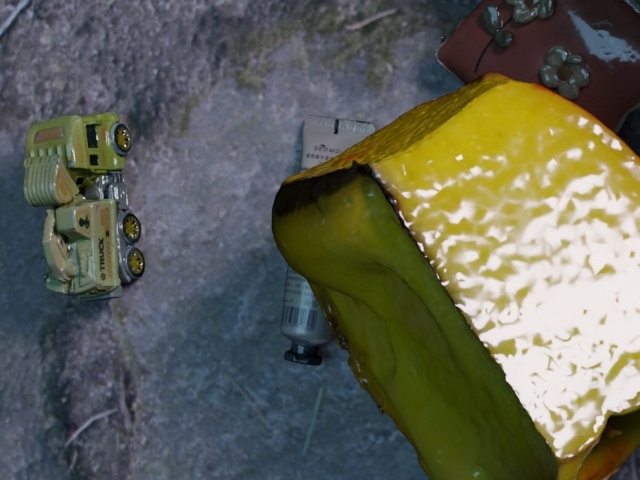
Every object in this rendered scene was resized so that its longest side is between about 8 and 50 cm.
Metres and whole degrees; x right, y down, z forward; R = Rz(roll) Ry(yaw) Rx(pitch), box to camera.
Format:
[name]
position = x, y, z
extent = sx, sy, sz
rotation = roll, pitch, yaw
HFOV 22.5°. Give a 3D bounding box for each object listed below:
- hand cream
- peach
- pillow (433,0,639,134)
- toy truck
[hand cream]
position = 0.000, 0.000, 1.521
extent = 0.080, 0.050, 0.234
rotation = 10, 91, 30
[peach]
position = 0.136, 0.031, 1.321
extent = 0.380, 0.242, 0.306
rotation = 50, 156, 18
[pillow]
position = 0.203, -0.160, 1.378
extent = 0.179, 0.075, 0.171
rotation = 50, 116, 18
[toy truck]
position = -0.248, -0.033, 1.620
extent = 0.085, 0.116, 0.191
rotation = -7, 88, 29
